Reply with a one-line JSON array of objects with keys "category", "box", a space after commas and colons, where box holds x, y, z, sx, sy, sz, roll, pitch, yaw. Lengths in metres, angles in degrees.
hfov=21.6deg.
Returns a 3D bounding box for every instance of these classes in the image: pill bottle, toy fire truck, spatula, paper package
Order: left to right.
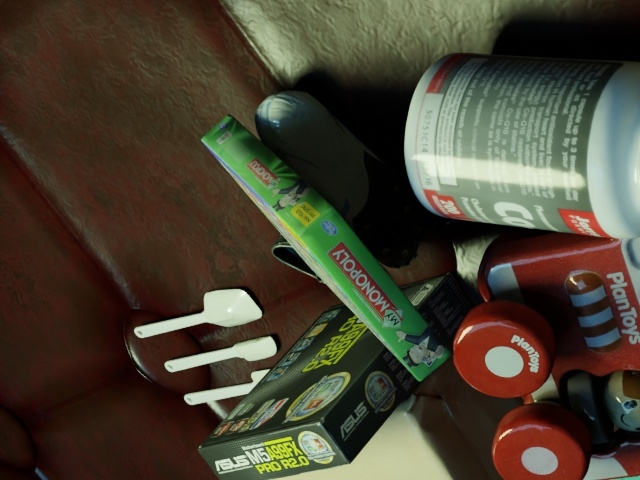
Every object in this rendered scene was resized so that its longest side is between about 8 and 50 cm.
[{"category": "spatula", "box": [-0.133, 0.144, 2.170, 0.242, 0.019, 0.168, -14, 119, 47]}, {"category": "paper package", "box": [0.114, 0.289, 1.961, 0.325, 0.168, 0.309, -21, 108, 47]}, {"category": "pill bottle", "box": [0.234, -0.086, 1.543, 0.283, 0.161, 0.161, 8, 128, 37]}, {"category": "toy fire truck", "box": [0.288, 0.114, 1.686, 0.254, 0.169, 0.302, -11, 118, 25]}]

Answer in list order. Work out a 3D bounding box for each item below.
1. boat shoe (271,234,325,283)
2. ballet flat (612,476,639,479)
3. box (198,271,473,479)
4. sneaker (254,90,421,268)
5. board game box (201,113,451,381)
[{"category": "boat shoe", "box": [0.008, 0.031, 1.930, 0.142, 0.040, 0.049, 27, 137, 21]}, {"category": "ballet flat", "box": [0.411, 0.328, 1.811, 0.087, 0.083, 0.247, -35, 100, 36]}, {"category": "box", "box": [0.018, 0.153, 1.848, 0.216, 0.270, 0.060, -20, 110, 48]}, {"category": "sneaker", "box": [0.022, -0.068, 1.817, 0.237, 0.085, 0.086, 49, 167, -10]}, {"category": "board game box", "box": [0.000, 0.000, 1.722, 0.213, 0.046, 0.317, 49, 178, -28]}]
